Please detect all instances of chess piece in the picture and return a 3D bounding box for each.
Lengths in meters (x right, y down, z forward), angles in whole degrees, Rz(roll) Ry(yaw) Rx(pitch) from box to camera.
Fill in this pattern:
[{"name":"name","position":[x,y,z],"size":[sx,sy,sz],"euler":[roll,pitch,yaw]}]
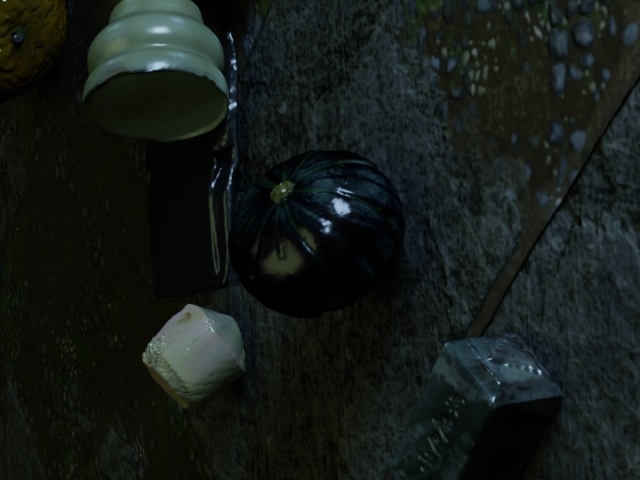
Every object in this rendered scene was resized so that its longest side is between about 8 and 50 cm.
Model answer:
[{"name":"chess piece","position":[-0.205,-0.305,1.714],"size":[0.182,0.182,0.330],"euler":[-38,50,53]}]

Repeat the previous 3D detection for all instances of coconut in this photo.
[{"name":"coconut","position":[-0.152,0.141,1.740],"size":[0.116,0.122,0.116],"euler":[43,164,16]}]

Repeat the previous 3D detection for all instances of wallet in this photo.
[{"name":"wallet","position":[-0.167,-0.090,1.806],"size":[0.247,0.041,0.323],"euler":[-9,83,57]}]

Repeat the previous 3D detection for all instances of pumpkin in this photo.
[{"name":"pumpkin","position":[-0.006,-0.008,1.436],"size":[0.194,0.194,0.150],"euler":[-7,116,58]}]

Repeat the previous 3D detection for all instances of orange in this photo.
[{"name":"orange","position":[-0.552,-0.364,2.147],"size":[0.357,0.322,0.322],"euler":[30,119,44]}]

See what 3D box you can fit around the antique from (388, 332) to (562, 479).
[{"name":"antique","position":[0.144,0.174,1.291],"size":[0.088,0.086,0.183],"euler":[53,135,41]}]
